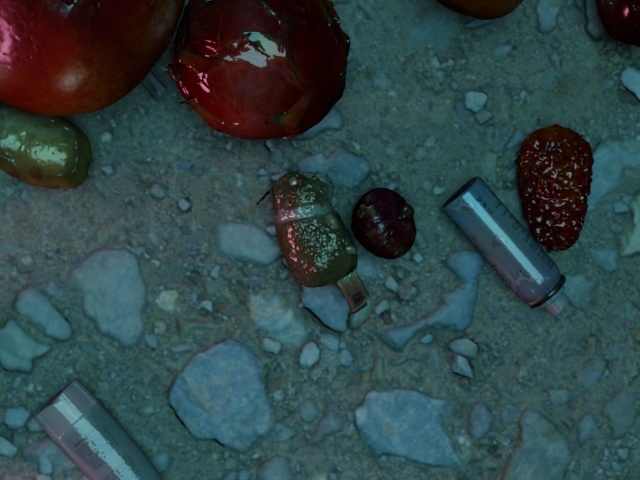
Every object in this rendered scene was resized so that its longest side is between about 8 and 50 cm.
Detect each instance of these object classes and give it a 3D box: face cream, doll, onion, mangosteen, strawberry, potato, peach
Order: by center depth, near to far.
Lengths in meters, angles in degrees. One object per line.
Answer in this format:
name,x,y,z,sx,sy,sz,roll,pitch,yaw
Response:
peach,-0.342,-0.340,1.602,0.370,0.370,0.370,0,89,-7
potato,-0.401,-0.134,1.732,0.170,0.080,0.107,19,88,-1
face cream,-0.309,0.293,1.749,0.084,0.057,0.198,-41,92,-7
doll,-0.001,0.004,1.765,0.115,0.105,0.221,-28,93,-8
onion,0.095,-0.026,1.780,0.107,0.097,0.107,22,59,-43
face cream,0.278,0.014,1.814,0.075,0.075,0.229,-42,93,-6
mangosteen,0.490,-0.364,1.814,0.180,0.166,0.166,-1,89,-33
strawberry,0.355,-0.079,1.824,0.121,0.082,0.188,-6,87,-10

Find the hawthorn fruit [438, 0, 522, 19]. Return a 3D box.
hawthorn fruit,0.194,-0.454,1.757,0.211,0.211,0.299,-44,81,-6

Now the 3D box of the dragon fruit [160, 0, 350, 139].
dragon fruit,-0.081,-0.252,1.704,0.252,0.241,0.241,31,85,-37
